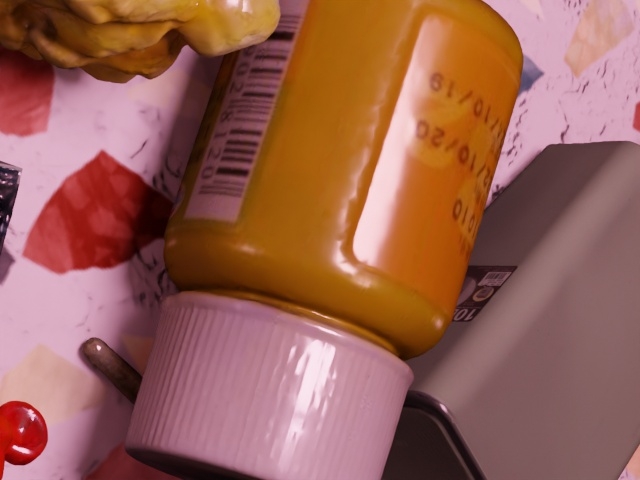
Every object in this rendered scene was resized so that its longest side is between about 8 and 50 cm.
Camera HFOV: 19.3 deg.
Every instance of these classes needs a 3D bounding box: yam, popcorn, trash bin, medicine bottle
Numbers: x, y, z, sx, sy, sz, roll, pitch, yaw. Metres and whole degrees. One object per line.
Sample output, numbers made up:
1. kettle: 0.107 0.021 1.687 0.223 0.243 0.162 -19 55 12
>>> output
1. yam: -0.138 0.113 1.419 0.116 0.021 0.021 47 64 -29
2. popcorn: -0.146 -0.213 1.274 0.266 0.233 0.192 26 68 -6
3. trash bin: 0.178 0.095 1.593 0.343 0.158 0.223 -49 121 -32
4. medicine bottle: 0.000 0.000 1.394 0.224 0.224 0.384 27 73 -36

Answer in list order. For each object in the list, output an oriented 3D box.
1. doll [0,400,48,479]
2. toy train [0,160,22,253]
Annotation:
1. doll: -0.334 0.155 1.166 0.363 0.160 0.182 -12 74 -35
2. toy train: -0.263 0.055 1.298 0.052 0.051 0.233 12 94 -30
